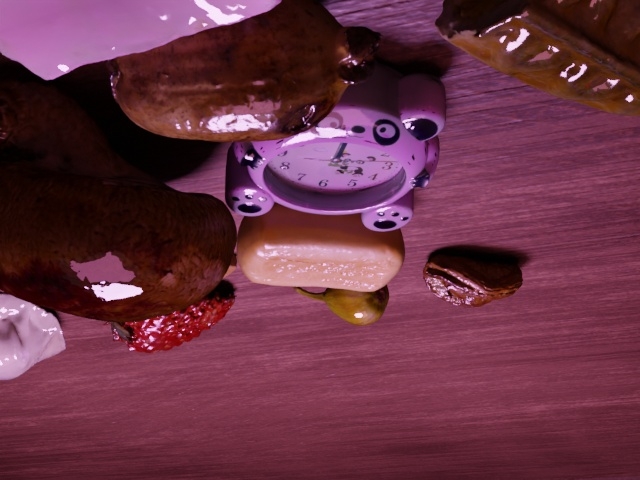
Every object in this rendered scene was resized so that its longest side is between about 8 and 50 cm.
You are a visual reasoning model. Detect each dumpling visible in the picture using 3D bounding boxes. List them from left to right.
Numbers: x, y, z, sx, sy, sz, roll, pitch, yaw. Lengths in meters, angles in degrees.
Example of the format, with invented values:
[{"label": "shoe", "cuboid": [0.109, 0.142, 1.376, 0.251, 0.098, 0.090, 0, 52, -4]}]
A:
[{"label": "dumpling", "cuboid": [-0.525, 0.156, 1.714, 0.215, 0.126, 0.166, 18, 125, -15]}]

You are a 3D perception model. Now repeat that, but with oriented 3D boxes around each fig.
[{"label": "fig", "cuboid": [0.036, 0.073, 1.564, 0.093, 0.093, 0.166, 19, 178, -34]}]

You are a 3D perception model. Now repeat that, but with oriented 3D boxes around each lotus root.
[{"label": "lotus root", "cuboid": [-0.072, -0.163, 0.950, 0.260, 0.128, 0.145, -4, 115, 9]}]

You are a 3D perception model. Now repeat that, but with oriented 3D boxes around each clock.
[{"label": "clock", "cuboid": [0.017, -0.103, 1.136, 0.227, 0.090, 0.248, 6, 154, -11]}]

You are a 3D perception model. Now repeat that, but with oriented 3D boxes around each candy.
[{"label": "candy", "cuboid": [-0.170, -0.234, 0.826, 0.265, 0.116, 0.155, -10, 156, 27]}]

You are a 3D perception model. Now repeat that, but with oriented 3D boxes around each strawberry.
[{"label": "strawberry", "cuboid": [-0.221, 0.125, 1.586, 0.208, 0.087, 0.167, -4, 170, -16]}]

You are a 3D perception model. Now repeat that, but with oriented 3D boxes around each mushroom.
[{"label": "mushroom", "cuboid": [-0.260, -0.014, 1.171, 0.345, 0.345, 0.239, 27, 104, -44]}]

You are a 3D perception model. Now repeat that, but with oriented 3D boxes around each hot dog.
[{"label": "hot dog", "cuboid": [0.221, 0.058, 1.510, 0.147, 0.065, 0.099, 7, 165, -18]}]

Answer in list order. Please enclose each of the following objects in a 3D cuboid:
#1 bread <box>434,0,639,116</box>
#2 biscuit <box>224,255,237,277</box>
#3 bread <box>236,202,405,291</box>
[{"label": "bread", "cuboid": [0.242, -0.187, 0.895, 0.267, 0.130, 0.152, 17, 147, -34]}, {"label": "biscuit", "cuboid": [-0.240, 0.041, 1.521, 0.238, 0.041, 0.212, 0, 154, 5]}, {"label": "bread", "cuboid": [0.000, 0.000, 1.348, 0.217, 0.098, 0.147, 5, 154, -14]}]
